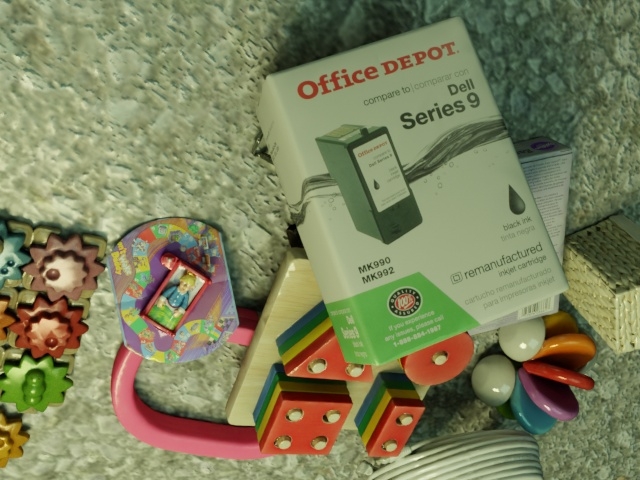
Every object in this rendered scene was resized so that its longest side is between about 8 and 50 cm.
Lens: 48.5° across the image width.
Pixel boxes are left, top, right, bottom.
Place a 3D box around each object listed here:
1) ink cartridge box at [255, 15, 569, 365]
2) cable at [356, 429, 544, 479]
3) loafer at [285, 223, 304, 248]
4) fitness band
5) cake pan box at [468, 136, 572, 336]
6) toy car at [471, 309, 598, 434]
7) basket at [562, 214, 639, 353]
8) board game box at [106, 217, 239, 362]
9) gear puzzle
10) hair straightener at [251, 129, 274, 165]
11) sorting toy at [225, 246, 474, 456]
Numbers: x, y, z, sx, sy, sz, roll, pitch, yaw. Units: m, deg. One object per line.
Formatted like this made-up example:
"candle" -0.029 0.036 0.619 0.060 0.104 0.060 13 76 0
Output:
"ink cartridge box" 0.082 -0.047 0.710 0.211 0.121 0.289 -20 86 -11
"cable" 0.193 0.346 1.015 0.257 0.089 0.257 -16 149 4
"loafer" 0.000 0.000 0.854 0.080 0.078 0.220 -39 146 -51
"fitness band" -0.119 0.188 0.913 0.291 0.054 0.209 17 110 -23
"cake pan box" 0.195 0.007 0.916 0.267 0.070 0.245 -13 121 -11
"toy car" 0.321 0.195 1.011 0.159 0.136 0.182 18 109 -25
"basket" 0.403 0.058 0.953 0.103 0.167 0.113 -17 120 -4
"board game box" -0.165 0.058 0.805 0.133 0.033 0.168 -12 94 -15
"gear puzzle" -0.366 0.135 0.810 0.176 0.044 0.338 12 111 -23
"hair straightener" 0.028 -0.146 0.807 0.231 0.047 0.089 -18 97 -2
"sorting toy" 0.048 0.152 0.850 0.257 0.089 0.255 9 120 -24
